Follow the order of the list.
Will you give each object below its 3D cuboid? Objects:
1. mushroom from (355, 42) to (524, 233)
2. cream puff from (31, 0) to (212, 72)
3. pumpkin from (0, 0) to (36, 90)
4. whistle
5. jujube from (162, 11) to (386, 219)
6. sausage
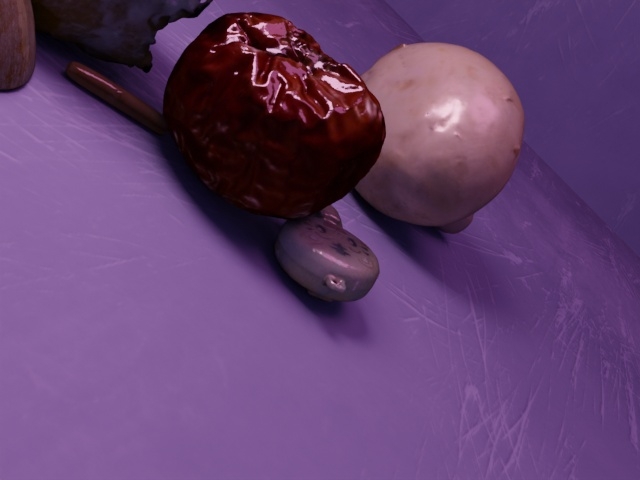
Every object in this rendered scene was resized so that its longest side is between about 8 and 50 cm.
[{"bbox_3d":[0.189,-0.139,1.460,0.314,0.314,0.336,60,5,34],"label":"mushroom"},{"bbox_3d":[-0.211,-0.378,1.018,0.274,0.323,0.269,45,20,-57],"label":"cream puff"},{"bbox_3d":[-0.348,-0.252,0.866,0.217,0.110,0.217,32,28,-20],"label":"pumpkin"},{"bbox_3d":[0.000,0.000,1.094,0.126,0.067,0.258,23,23,-18],"label":"whistle"},{"bbox_3d":[-0.053,-0.139,1.033,0.232,0.213,0.213,44,20,12],"label":"jujube"},{"bbox_3d":[-0.226,-0.160,1.021,0.132,0.024,0.024,33,24,-32],"label":"sausage"}]
